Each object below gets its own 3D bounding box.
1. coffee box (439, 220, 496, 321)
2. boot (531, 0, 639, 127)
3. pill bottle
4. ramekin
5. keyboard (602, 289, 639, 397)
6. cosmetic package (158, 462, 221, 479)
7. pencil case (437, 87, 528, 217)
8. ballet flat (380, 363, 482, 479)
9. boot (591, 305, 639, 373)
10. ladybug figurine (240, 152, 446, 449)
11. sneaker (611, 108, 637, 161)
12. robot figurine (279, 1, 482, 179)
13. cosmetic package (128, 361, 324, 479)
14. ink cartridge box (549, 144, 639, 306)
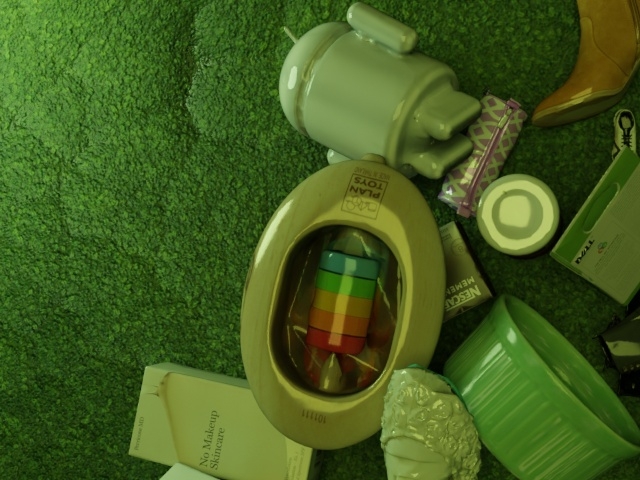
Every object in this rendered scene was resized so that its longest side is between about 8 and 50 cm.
[{"bbox_3d":[0.145,0.085,1.728,0.247,0.098,0.141,-27,82,12],"label":"coffee box"},{"bbox_3d":[0.439,-0.322,1.690,0.295,0.104,0.211,-24,77,6],"label":"boot"},{"bbox_3d":[0.311,-0.032,1.631,0.121,0.221,0.121,-1,86,15],"label":"pill bottle"},{"bbox_3d":[0.323,0.238,1.583,0.148,0.303,0.303,-45,78,14],"label":"ramekin"},{"bbox_3d":[0.497,0.151,1.683,0.100,0.038,0.192,7,87,-10],"label":"keyboard"},{"bbox_3d":[-0.169,0.509,1.691,0.225,0.138,0.224,15,124,28],"label":"cosmetic package"},{"bbox_3d":[0.265,-0.137,1.718,0.086,0.088,0.206,21,95,-16],"label":"pencil case"},{"bbox_3d":[0.157,0.356,1.533,0.147,0.408,0.147,-7,43,7],"label":"ballet flat"},{"bbox_3d":[0.522,0.196,1.631,0.137,0.077,0.197,-29,75,-4],"label":"boot"},{"bbox_3d":[0.043,0.090,1.617,0.305,0.162,0.449,16,93,14],"label":"ladybug figurine"},{"bbox_3d":[0.484,-0.158,1.690,0.040,0.044,0.109,-5,87,11],"label":"sneaker"},{"bbox_3d":[0.079,-0.225,1.695,0.353,0.200,0.299,30,129,25],"label":"robot figurine"},{"bbox_3d":[-0.148,0.314,1.780,0.310,0.113,0.160,10,89,13],"label":"cosmetic package"},{"bbox_3d":[0.425,-0.035,1.583,0.188,0.255,0.097,-56,45,5],"label":"ink cartridge box"}]
